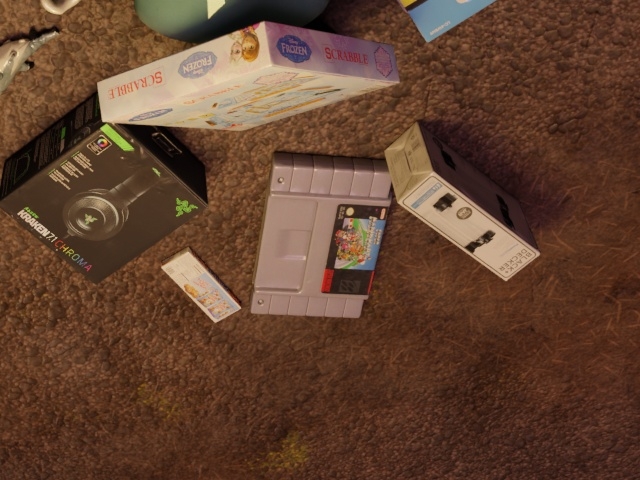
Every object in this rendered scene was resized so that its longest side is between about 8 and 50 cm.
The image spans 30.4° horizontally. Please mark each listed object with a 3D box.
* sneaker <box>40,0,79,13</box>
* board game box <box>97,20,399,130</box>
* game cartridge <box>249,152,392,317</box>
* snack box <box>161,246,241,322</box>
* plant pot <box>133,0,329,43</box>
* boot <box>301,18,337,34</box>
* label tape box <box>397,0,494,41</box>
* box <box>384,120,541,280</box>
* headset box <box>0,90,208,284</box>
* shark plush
[{"bbox_3d":[-0.322,-0.458,1.734,0.114,0.152,0.305,27,119,-23],"label":"sneaker"},{"bbox_3d":[-0.102,-0.232,1.726,0.319,0.065,0.318,-13,175,34],"label":"board game box"},{"bbox_3d":[0.000,0.000,2.205,0.230,0.068,0.355,6,127,-7],"label":"game cartridge"},{"bbox_3d":[-0.228,0.087,2.262,0.064,0.022,0.178,-30,126,14],"label":"snack box"},{"bbox_3d":[-0.133,-0.453,1.671,0.293,0.293,0.235,-5,130,-4],"label":"plant pot"},{"bbox_3d":[-0.081,-0.300,1.907,0.179,0.085,0.236,-36,147,22],"label":"boot"},{"bbox_3d":[0.174,-0.511,1.784,0.249,0.115,0.347,-31,128,12],"label":"label tape box"},{"bbox_3d":[0.255,-0.068,2.114,0.290,0.169,0.087,33,117,-30],"label":"box"},{"bbox_3d":[-0.362,-0.100,2.025,0.283,0.131,0.246,-33,126,17],"label":"headset box"},{"bbox_3d":[-0.496,-0.298,1.920,0.161,0.073,0.067,-45,143,1],"label":"shark plush"}]
